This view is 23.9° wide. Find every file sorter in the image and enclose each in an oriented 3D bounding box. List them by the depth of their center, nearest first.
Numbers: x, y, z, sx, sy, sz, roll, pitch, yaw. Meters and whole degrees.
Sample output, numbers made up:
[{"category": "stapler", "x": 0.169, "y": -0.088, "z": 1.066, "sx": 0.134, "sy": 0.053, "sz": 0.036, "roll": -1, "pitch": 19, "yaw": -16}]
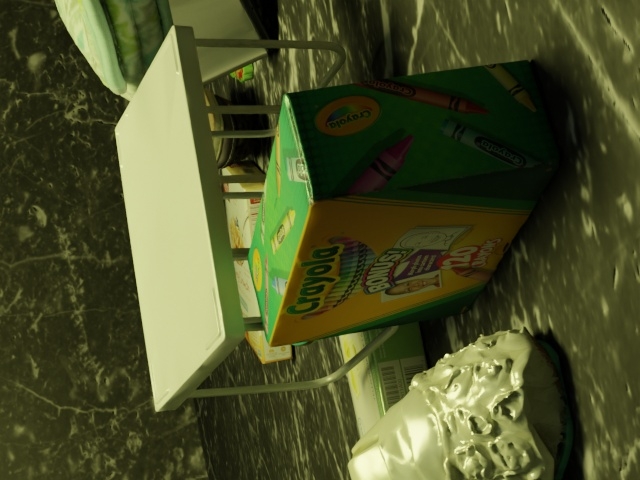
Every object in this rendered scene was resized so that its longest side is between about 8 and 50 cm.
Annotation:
[{"category": "file sorter", "x": -0.057, "y": -0.016, "z": 1.318, "sx": 0.193, "sy": 0.173, "sz": 0.277, "roll": 132, "pitch": 132, "yaw": -58}]

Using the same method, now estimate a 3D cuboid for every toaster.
[{"category": "toaster", "x": -0.139, "y": -0.290, "z": 1.774, "sx": 0.185, "sy": 0.110, "sz": 0.168, "roll": 61, "pitch": -177, "yaw": -47}]

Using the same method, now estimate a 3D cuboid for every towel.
[{"category": "towel", "x": -0.232, "y": -0.345, "z": 1.337, "sx": 0.374, "sy": 0.090, "sz": 0.320, "roll": 83, "pitch": 163, "yaw": -48}]

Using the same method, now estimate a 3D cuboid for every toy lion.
[{"category": "toy lion", "x": -0.111, "y": -0.247, "z": 1.981, "sx": 0.100, "sy": 0.034, "sz": 0.096, "roll": 106, "pitch": 144, "yaw": -65}]

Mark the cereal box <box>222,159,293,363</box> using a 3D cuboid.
[{"category": "cereal box", "x": -0.087, "y": 0.025, "z": 2.019, "sx": 0.173, "sy": 0.047, "sz": 0.240, "roll": -137, "pitch": 39, "yaw": -71}]

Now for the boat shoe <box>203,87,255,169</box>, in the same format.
[{"category": "boat shoe", "x": -0.130, "y": -0.144, "z": 1.992, "sx": 0.285, "sy": 0.092, "sz": 0.102, "roll": -144, "pitch": 65, "yaw": -77}]

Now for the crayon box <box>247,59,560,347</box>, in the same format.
[{"category": "crayon box", "x": 0.047, "y": -0.018, "z": 1.067, "sx": 0.278, "sy": 0.165, "sz": 0.081, "roll": 108, "pitch": 151, "yaw": -66}]

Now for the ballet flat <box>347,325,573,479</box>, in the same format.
[{"category": "ballet flat", "x": 0.079, "y": 0.192, "z": 1.164, "sx": 0.409, "sy": 0.147, "sz": 0.147, "roll": 107, "pitch": 151, "yaw": -63}]

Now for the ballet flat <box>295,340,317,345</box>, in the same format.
[{"category": "ballet flat", "x": 0.000, "y": 0.000, "z": 1.550, "sx": 0.079, "sy": 0.077, "sz": 0.221, "roll": -48, "pitch": -34, "yaw": -62}]

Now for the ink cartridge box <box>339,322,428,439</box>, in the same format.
[{"category": "ink cartridge box", "x": 0.048, "y": 0.116, "z": 1.442, "sx": 0.235, "sy": 0.056, "sz": 0.171, "roll": 129, "pitch": 131, "yaw": -72}]
